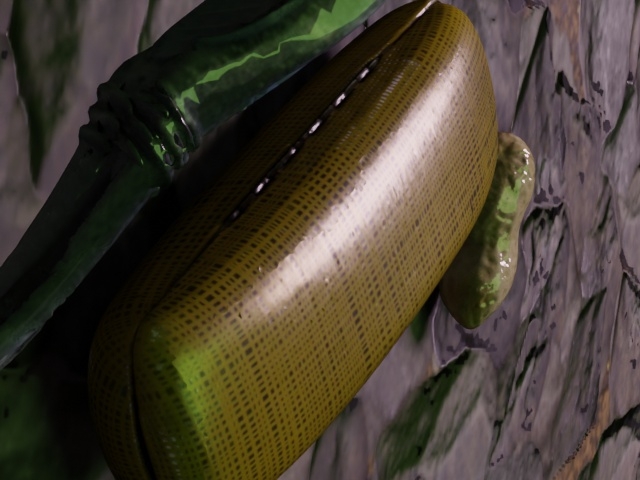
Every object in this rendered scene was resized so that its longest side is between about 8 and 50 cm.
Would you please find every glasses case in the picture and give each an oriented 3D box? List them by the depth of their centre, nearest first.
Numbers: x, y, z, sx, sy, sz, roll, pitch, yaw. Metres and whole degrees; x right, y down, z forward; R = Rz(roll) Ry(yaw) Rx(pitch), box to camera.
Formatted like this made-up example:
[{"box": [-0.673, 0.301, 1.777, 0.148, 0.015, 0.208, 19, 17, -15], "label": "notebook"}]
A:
[{"box": [0.000, 0.000, 0.577, 0.234, 0.064, 0.079, -50, 138, -49], "label": "glasses case"}]

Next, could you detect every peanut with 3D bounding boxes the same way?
[{"box": [0.069, -0.004, 0.758, 0.037, 0.037, 0.083, 8, 87, -65], "label": "peanut"}]

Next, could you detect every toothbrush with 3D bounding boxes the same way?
[{"box": [0.002, -0.057, 0.398, 0.413, 0.035, 0.042, -42, 138, -14], "label": "toothbrush"}]
